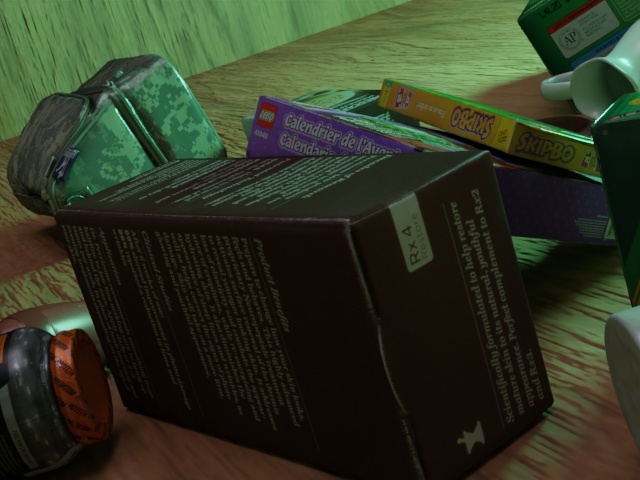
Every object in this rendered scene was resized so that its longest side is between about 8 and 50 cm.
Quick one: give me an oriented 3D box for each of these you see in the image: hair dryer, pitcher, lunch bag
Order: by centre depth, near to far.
[{"bbox_3d":[-0.309,0.096,1.105,0.294,0.080,0.224,-7,10,-19],"label":"hair dryer"},{"bbox_3d":[0.384,-0.210,1.404,0.207,0.125,0.178,-27,24,-26],"label":"pitcher"},{"bbox_3d":[-0.313,-0.122,1.699,0.256,0.212,0.305,-40,22,-17],"label":"lunch bag"}]

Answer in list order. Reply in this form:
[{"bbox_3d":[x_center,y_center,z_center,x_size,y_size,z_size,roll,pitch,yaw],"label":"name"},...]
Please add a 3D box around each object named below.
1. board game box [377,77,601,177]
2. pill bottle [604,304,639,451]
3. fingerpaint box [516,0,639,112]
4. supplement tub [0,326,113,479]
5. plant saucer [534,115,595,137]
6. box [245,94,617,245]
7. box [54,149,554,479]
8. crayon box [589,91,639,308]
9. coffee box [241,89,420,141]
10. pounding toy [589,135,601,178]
[{"bbox_3d":[0.161,-0.098,1.025,0.124,0.039,0.259,11,8,-26],"label":"board game box"},{"bbox_3d":[0.279,0.056,0.640,0.221,0.121,0.121,-17,16,-1],"label":"pill bottle"},{"bbox_3d":[0.509,-0.396,1.598,0.445,0.163,0.371,-32,9,25],"label":"fingerpaint box"},{"bbox_3d":[-0.268,0.137,0.919,0.191,0.117,0.117,-15,16,3],"label":"supplement tub"},{"bbox_3d":[0.247,-0.107,1.368,0.199,0.036,0.198,-16,15,4],"label":"plant saucer"},{"bbox_3d":[0.110,-0.056,0.987,0.201,0.057,0.293,23,12,40],"label":"box"},{"bbox_3d":[-0.031,0.042,0.868,0.143,0.191,0.381,-27,20,-33],"label":"box"},{"bbox_3d":[0.342,-0.032,0.788,0.279,0.165,0.081,-7,19,33],"label":"crayon box"},{"bbox_3d":[0.015,-0.142,1.598,0.141,0.098,0.246,-25,18,-25],"label":"coffee box"},{"bbox_3d":[0.299,-0.073,1.085,0.130,0.100,0.141,-2,22,43],"label":"pounding toy"}]
